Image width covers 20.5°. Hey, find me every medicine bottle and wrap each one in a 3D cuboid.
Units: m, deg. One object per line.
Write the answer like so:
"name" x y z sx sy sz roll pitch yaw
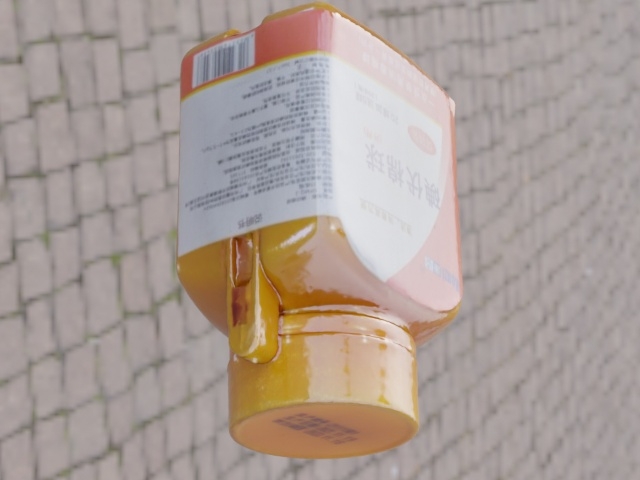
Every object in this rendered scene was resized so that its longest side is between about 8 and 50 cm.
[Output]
"medicine bottle" 0.001 0.000 0.972 0.149 0.112 0.222 29 52 -49
